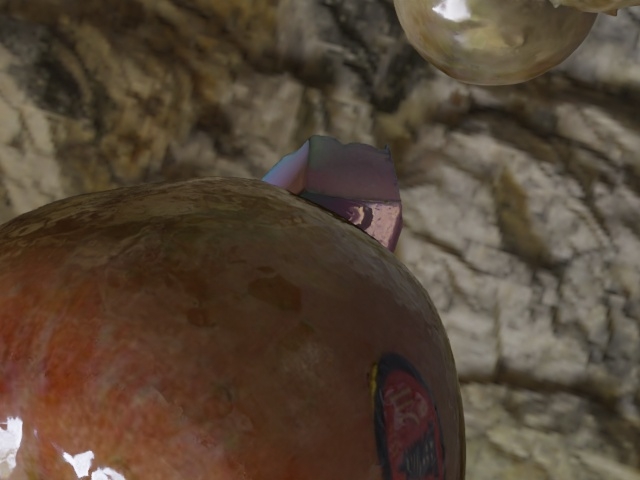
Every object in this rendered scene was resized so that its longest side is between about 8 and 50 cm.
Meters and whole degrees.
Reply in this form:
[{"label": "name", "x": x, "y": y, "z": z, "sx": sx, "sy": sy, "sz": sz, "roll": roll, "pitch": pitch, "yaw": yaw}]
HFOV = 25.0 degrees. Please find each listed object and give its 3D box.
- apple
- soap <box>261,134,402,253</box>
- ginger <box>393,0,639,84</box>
[{"label": "apple", "x": -0.068, "y": 0.121, "z": 0.824, "sx": 0.305, "sy": 0.338, "sz": 0.339, "roll": -38, "pitch": -37, "yaw": -54}, {"label": "soap", "x": 0.000, "y": 0.000, "z": 1.009, "sx": 0.056, "sy": 0.100, "sz": 0.149, "roll": -94, "pitch": 18, "yaw": -51}, {"label": "ginger", "x": 0.076, "y": -0.098, "z": 0.367, "sx": 0.204, "sy": 0.104, "sz": 0.080, "roll": -28, "pitch": 39, "yaw": 61}]
